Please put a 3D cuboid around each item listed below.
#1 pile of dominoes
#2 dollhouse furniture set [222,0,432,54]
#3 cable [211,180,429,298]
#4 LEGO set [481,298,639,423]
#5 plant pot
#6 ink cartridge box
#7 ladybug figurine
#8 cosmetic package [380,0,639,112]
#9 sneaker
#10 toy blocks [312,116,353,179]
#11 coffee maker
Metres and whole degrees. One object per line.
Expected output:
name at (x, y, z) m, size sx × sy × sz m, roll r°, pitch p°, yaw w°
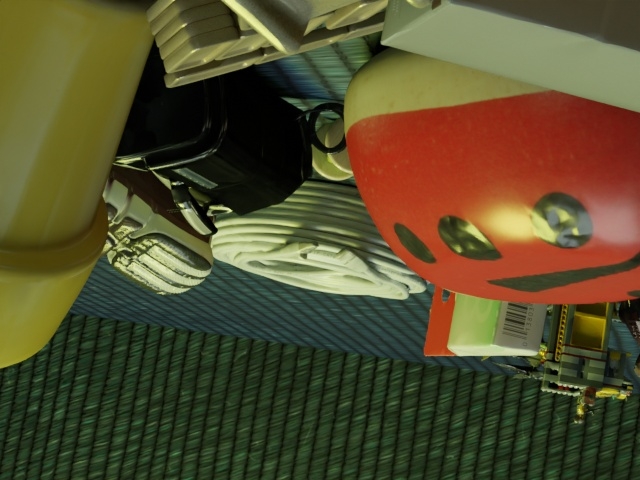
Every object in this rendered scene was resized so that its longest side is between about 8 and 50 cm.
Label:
pile of dominoes at (0.029, -0.152, 1.020) m, size 0.251 × 0.040 × 0.196 m, roll -18°, pitch 179°, yaw -23°
dollhouse furniture set at (-0.053, -0.199, 0.651) m, size 0.262 × 0.135 × 0.259 m, roll -15°, pitch 139°, yaw 38°
cable at (0.000, 0.000, 1.970) m, size 0.257 × 0.089 × 0.257 m, roll 3°, pitch 169°, yaw 39°
LEGO set at (0.348, 0.124, 2.023) m, size 0.255 × 0.192 × 0.331 m, roll 12°, pitch 170°, yaw -11°
plant pot at (-0.217, -0.091, 1.076) m, size 0.254 × 0.239 × 0.254 m, roll 29°, pitch -157°, yaw -13°
ink cartridge box at (0.141, 0.015, 1.641) m, size 0.056 × 0.181 × 0.225 m, roll 15°, pitch 171°, yaw -24°
ladybug figurine at (0.171, -0.048, 1.299) m, size 0.305 × 0.161 × 0.449 m, roll 13°, pitch 170°, yaw -15°
cosmetic package at (0.160, -0.138, 0.904) m, size 0.238 × 0.127 × 0.107 m, roll 14°, pitch 169°, yaw -14°
sneaker at (-0.203, -0.083, 1.584) m, size 0.281 × 0.162 × 0.106 m, roll 38°, pitch 135°, yaw -25°
toy blocks at (0.043, -0.070, 1.621) m, size 0.123 × 0.054 × 0.148 m, roll 11°, pitch 171°, yaw -14°
coffee maker at (-0.082, -0.099, 1.463) m, size 0.171 × 0.120 × 0.178 m, roll -33°, pitch 160°, yaw 9°
